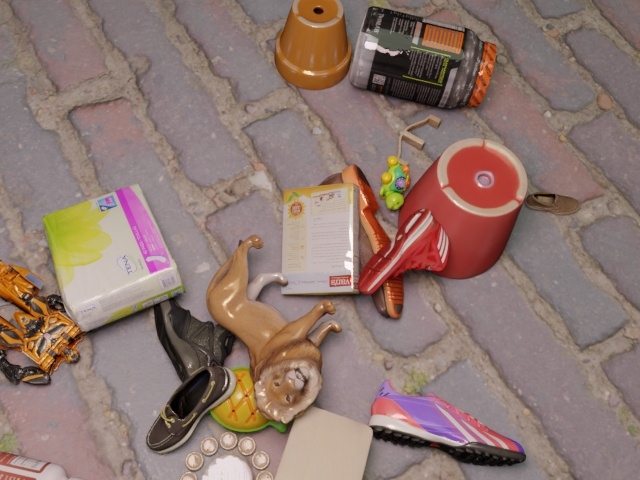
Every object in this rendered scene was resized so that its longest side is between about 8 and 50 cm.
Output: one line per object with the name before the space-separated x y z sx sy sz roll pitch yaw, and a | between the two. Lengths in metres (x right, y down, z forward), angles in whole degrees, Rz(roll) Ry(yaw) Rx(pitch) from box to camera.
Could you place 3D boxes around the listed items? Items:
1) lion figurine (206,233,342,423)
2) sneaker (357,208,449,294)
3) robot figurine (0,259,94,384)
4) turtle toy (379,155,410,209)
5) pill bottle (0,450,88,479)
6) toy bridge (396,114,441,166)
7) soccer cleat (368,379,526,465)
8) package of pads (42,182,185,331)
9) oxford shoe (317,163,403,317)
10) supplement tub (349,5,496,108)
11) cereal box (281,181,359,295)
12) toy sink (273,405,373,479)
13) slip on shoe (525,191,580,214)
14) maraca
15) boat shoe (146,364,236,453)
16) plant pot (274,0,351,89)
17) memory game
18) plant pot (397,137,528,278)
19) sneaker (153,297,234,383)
lion figurine | -0.119 0.168 1.272 0.240 0.142 0.392 -40 57 -21
sneaker | 0.188 0.052 1.323 0.128 0.087 0.221 43 87 -19
robot figurine | -0.617 0.163 1.308 0.291 0.085 0.211 31 67 10
turtle toy | 0.177 -0.131 1.516 0.066 0.095 0.130 16 64 9
pill bottle | -0.542 0.457 1.153 0.216 0.121 0.121 13 64 1
toy bridge | 0.234 -0.255 1.621 0.063 0.026 0.188 33 66 13
soccer cleat | 0.259 0.370 1.282 0.319 0.108 0.116 13 60 4
package of pads | -0.445 0.029 1.343 0.229 0.101 0.296 -23 52 -16
oxford shoe | 0.088 0.015 1.448 0.133 0.130 0.363 -23 72 19
supplement tub | 0.257 -0.457 1.620 0.338 0.207 0.207 15 64 1
cereal box | 0.000 0.000 1.396 0.173 0.047 0.239 -3 79 24
toy sink | -0.011 0.454 1.187 0.153 0.131 0.234 18 50 2
slip on shoe | 0.576 -0.096 1.567 0.136 0.041 0.051 8 64 -1
maraca | -0.132 0.319 1.271 0.186 0.099 0.127 11 70 -8
boat shoe | -0.264 0.321 1.222 0.228 0.069 0.081 -45 51 10
plant pot | -0.014 -0.527 1.639 0.205 0.188 0.205 2 65 -4
memory game | -0.182 0.467 1.243 0.186 0.012 0.186 2 63 -4
plant pot | 0.328 -0.083 1.427 0.275 0.243 0.274 2 65 -5
sneaker | -0.265 0.190 1.334 0.130 0.087 0.227 -12 47 -35
